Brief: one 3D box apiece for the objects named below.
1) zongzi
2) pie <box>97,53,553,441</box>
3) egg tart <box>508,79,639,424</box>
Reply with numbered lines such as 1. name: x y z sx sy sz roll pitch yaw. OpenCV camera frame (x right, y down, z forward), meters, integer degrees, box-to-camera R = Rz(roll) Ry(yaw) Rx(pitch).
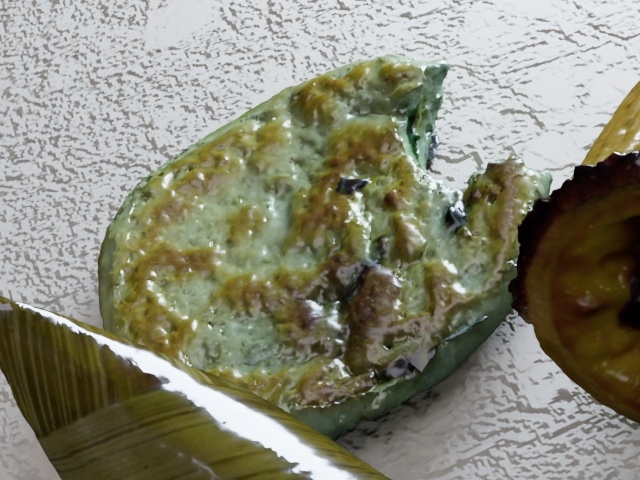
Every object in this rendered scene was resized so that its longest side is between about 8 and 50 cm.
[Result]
1. zongzi: -0.016 0.143 0.892 0.286 0.288 0.134 18 62 47
2. pie: -0.007 0.004 1.173 0.303 0.067 0.302 -11 51 14
3. egg tart: 0.218 -0.001 0.997 0.215 0.215 0.171 -1 39 23
